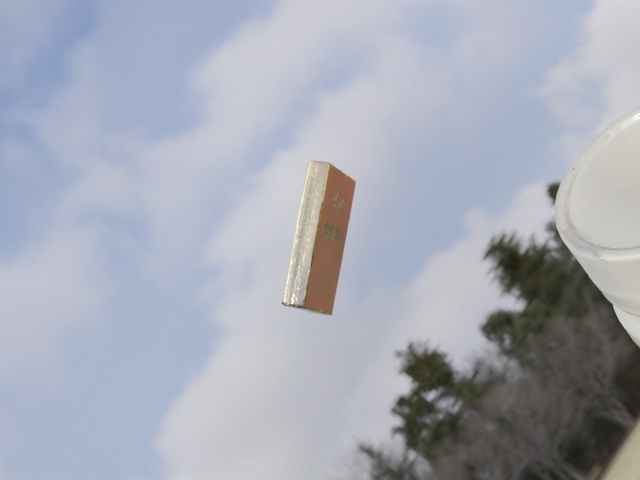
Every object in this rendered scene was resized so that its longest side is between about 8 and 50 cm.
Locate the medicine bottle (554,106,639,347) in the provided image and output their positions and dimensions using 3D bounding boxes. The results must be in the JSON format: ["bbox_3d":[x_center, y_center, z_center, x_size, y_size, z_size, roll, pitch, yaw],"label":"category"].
[{"bbox_3d":[0.394,0.052,1.164,0.211,0.211,0.371,-52,-58,-10],"label":"medicine bottle"}]

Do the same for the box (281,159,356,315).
[{"bbox_3d":[0.000,0.000,1.130,0.090,0.023,0.133,32,-112,-72],"label":"box"}]
